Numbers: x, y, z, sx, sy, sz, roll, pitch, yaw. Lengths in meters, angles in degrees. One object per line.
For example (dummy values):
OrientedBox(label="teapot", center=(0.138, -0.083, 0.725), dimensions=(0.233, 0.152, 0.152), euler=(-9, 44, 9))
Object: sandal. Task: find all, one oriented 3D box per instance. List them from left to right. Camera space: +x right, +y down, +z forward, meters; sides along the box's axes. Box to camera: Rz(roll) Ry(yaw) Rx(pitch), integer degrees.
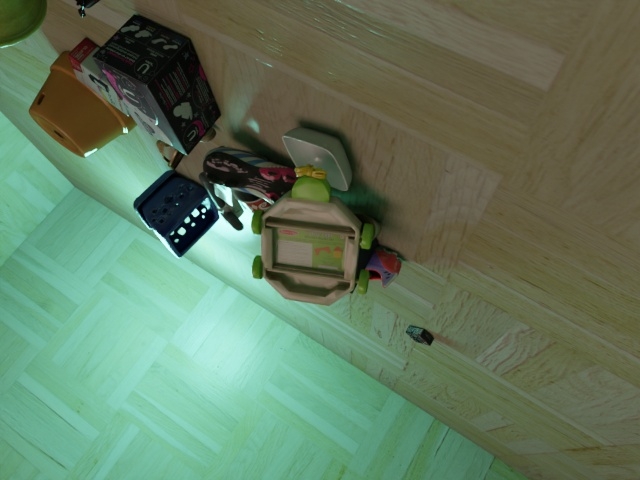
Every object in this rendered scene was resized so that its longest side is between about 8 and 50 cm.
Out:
OrientedBox(label="sandal", center=(-0.468, -0.277, 1.607), dimensions=(0.079, 0.088, 0.240), euler=(32, 168, -12))

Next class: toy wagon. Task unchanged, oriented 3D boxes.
OrientedBox(label="toy wagon", center=(-0.018, -0.011, 1.157), dimensions=(0.267, 0.068, 0.345), euler=(7, 119, 8))

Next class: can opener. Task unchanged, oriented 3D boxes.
OrientedBox(label="can opener", center=(-0.303, -0.126, 1.694), dimensions=(0.095, 0.076, 0.283), euler=(49, 169, 26))

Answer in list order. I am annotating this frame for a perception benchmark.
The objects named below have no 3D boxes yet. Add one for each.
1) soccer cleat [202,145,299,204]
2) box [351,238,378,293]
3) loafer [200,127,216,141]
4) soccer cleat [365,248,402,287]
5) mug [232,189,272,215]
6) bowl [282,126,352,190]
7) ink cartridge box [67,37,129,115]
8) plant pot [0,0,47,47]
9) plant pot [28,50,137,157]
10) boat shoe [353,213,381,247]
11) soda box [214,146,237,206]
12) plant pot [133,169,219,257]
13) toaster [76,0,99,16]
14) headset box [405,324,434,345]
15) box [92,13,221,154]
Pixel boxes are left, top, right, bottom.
OrientedBox(label="soccer cleat", center=(-0.125, -0.157, 1.302), dimensions=(0.331, 0.116, 0.143), euler=(22, -154, -5))
OrientedBox(label="box", center=(0.038, 0.031, 1.353), dimensions=(0.158, 0.156, 0.093), euler=(21, 168, 37))
OrientedBox(label="loafer", center=(-0.334, -0.305, 1.344), dimensions=(0.148, 0.056, 0.050), euler=(32, 168, 9))
OrientedBox(label="soccer cleat", center=(0.106, 0.054, 1.409), dimensions=(0.248, 0.095, 0.083), euler=(18, 155, 42))
OrientedBox(label="mug", center=(-0.151, -0.101, 1.437), dimensions=(0.150, 0.113, 0.169), euler=(47, 172, 27))
OrientedBox(label="bowl", center=(0.001, -0.175, 1.082), dimensions=(0.142, 0.053, 0.142), euler=(23, 158, 31))
OrientedBox(label="ink cartridge box", center=(-0.572, -0.436, 1.409), dimensions=(0.175, 0.072, 0.127), euler=(36, 162, -3))
OrientedBox(label="plant pot", center=(-0.712, -0.580, 1.049), dimensions=(0.276, 0.276, 0.254), euler=(37, 151, -6))
OrientedBox(label="plant pot", center=(-0.732, -0.393, 1.597), dimensions=(0.290, 0.204, 0.291), euler=(30, 161, 12))
OrientedBox(label="boat shoe", center=(0.000, 0.000, 1.275), dimensions=(0.302, 0.109, 0.098), euler=(-14, 176, 23))
OrientedBox(label="soda box", center=(-0.260, -0.178, 1.506), dimensions=(0.069, 0.074, 0.216), euler=(34, 162, 2))
OrientedBox(label="plant pot", center=(-0.541, -0.109, 1.949), dimensions=(0.212, 0.236, 0.236), euler=(38, 164, 14))
OrientedBox(label="toaster", center=(-0.418, -0.504, 0.902), dimensions=(0.185, 0.110, 0.168), euler=(11, 150, 51))
OrientedBox(label="headset box", center=(0.339, 0.323, 1.777), dimensions=(0.062, 0.032, 0.083), euler=(43, 160, -24))
OrientedBox(label="box", center=(-0.354, -0.336, 1.162), dimensions=(0.163, 0.142, 0.247), euler=(29, 161, 17))
